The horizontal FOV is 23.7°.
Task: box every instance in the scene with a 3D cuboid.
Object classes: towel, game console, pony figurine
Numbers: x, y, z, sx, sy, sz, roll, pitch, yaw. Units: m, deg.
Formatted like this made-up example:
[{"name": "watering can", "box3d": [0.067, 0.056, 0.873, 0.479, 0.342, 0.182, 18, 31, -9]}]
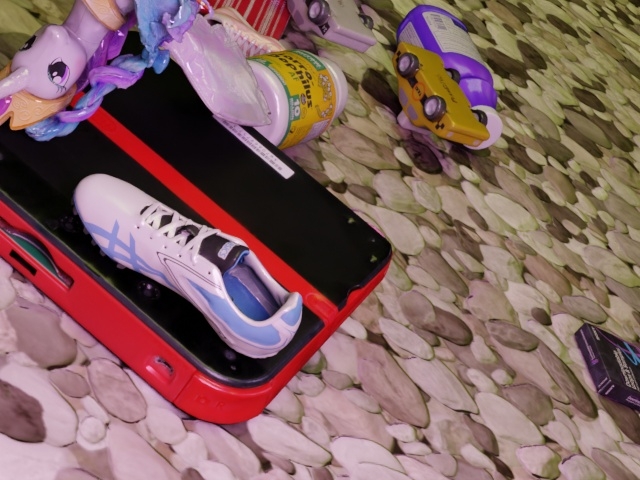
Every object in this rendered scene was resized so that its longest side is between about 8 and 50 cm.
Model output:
[{"name": "towel", "box3d": [-0.162, -0.371, 2.127, 0.274, 0.031, 0.199, 34, 27, -8]}, {"name": "game console", "box3d": [-0.144, -0.024, 1.487, 0.386, 0.060, 0.342, 40, 38, 4]}, {"name": "pony figurine", "box3d": [-0.157, -0.259, 1.438, 0.303, 0.363, 0.351, 42, 24, 9]}]

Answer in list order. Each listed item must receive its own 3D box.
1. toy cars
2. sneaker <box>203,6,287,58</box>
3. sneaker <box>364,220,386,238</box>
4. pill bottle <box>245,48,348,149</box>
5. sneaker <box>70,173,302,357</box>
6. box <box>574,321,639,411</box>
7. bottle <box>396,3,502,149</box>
[{"name": "toy cars", "box3d": [0.077, -0.258, 2.168, 0.393, 0.087, 0.176, 41, 27, 2]}, {"name": "sneaker", "box3d": [-0.102, -0.255, 1.993, 0.134, 0.051, 0.070, 41, 28, 14]}, {"name": "sneaker", "box3d": [0.000, 0.000, 1.693, 0.178, 0.072, 0.077, 21, 41, -19]}, {"name": "pill bottle", "box3d": [-0.049, -0.170, 1.845, 0.117, 0.118, 0.208, 44, 27, 12]}, {"name": "sneaker", "box3d": [-0.115, 0.010, 1.358, 0.237, 0.086, 0.085, 36, 40, 2]}, {"name": "box", "box3d": [0.408, 0.176, 1.955, 0.162, 0.029, 0.116, 23, 30, -25]}, {"name": "bottle", "box3d": [0.201, -0.246, 2.305, 0.118, 0.092, 0.283, 21, 31, -31]}]
